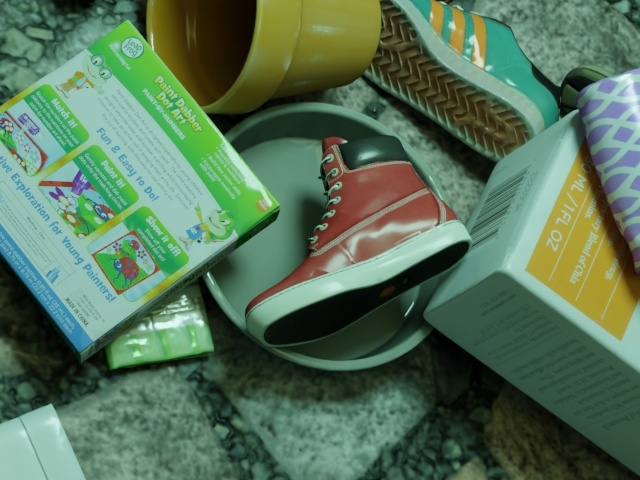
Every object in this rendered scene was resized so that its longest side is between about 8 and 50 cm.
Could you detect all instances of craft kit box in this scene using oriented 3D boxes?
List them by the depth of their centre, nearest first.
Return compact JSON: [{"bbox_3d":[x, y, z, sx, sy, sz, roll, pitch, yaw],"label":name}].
[{"bbox_3d":[-0.211,-0.051,1.637,0.247,0.061,0.250,-37,81,-14],"label":"craft kit box"}]

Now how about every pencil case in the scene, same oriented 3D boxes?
[{"bbox_3d":[0.316,-0.068,1.651,0.086,0.088,0.206,-16,75,5],"label":"pencil case"}]

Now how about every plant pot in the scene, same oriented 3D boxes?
[{"bbox_3d":[-0.048,-0.230,1.740,0.188,0.205,0.205,0,70,-38],"label":"plant pot"}]

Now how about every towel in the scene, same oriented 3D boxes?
[{"bbox_3d":[-0.175,0.050,1.674,0.113,0.023,0.152,-8,76,-21],"label":"towel"}]

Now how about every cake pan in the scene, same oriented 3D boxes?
[{"bbox_3d":[0.000,0.000,1.739,0.293,0.054,0.293,7,68,-19],"label":"cake pan"}]

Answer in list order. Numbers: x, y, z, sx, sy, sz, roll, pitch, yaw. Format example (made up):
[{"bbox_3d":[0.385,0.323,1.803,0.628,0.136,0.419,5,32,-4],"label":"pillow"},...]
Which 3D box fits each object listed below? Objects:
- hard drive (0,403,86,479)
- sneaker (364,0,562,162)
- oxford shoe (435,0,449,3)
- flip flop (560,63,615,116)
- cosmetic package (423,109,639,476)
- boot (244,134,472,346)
[{"bbox_3d":[-0.355,0.315,1.473,0.353,0.047,0.233,-21,79,-22],"label":"hard drive"},{"bbox_3d":[0.135,-0.211,1.853,0.302,0.108,0.121,40,44,2],"label":"sneaker"},{"bbox_3d":[0.156,-0.431,1.949,0.133,0.130,0.363,16,68,21],"label":"oxford shoe"},{"bbox_3d":[0.391,-0.105,1.913,0.277,0.112,0.080,41,47,4],"label":"flip flop"},{"bbox_3d":[0.358,0.101,1.748,0.453,0.161,0.230,36,57,-12],"label":"cosmetic package"},{"bbox_3d":[0.004,-0.009,1.676,0.244,0.088,0.176,-26,66,-19],"label":"boot"}]
